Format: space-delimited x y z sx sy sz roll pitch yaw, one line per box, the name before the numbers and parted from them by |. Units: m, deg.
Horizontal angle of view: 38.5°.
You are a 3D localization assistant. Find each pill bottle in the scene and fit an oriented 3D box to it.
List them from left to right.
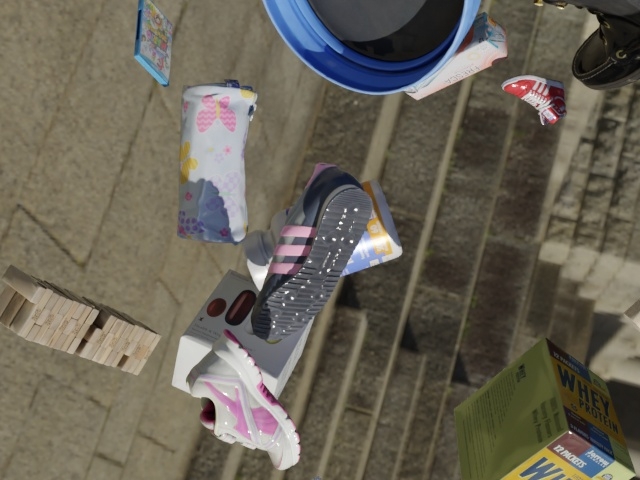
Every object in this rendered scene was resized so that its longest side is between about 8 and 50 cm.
pill bottle | 0.000 0.000 1.683 0.152 0.272 0.152 -19 90 -88

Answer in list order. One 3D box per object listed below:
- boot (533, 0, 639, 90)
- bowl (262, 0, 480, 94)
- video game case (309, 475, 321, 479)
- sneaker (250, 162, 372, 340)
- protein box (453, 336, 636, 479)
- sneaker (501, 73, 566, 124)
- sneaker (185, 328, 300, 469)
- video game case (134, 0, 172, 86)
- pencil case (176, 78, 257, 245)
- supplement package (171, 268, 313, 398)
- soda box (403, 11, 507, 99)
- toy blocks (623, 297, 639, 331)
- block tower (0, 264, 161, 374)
boot | 0.445 -0.379 1.455 0.377 0.284 0.138 150 -49 -66
bowl | 0.066 -0.412 1.357 0.077 0.391 0.391 -37 145 -41
video game case | -0.098 0.519 1.723 0.201 0.023 0.183 -26 163 -24
sneaker | -0.028 0.018 1.515 0.319 0.112 0.131 -57 -142 21
protein box | 0.321 0.294 1.354 0.201 0.136 0.199 -46 -159 27
sneaker | 0.335 -0.217 1.422 0.042 0.118 0.067 -32 -120 58
sneaker | -0.120 0.255 1.370 0.252 0.111 0.103 61 -12 -24
video game case | -0.357 -0.429 1.969 0.119 0.015 0.166 46 38 -56
pencil case | -0.174 -0.129 1.523 0.124 0.113 0.273 0 98 -39
supplement package | -0.142 0.199 1.729 0.203 0.194 0.149 -60 171 -48
soda box | 0.207 -0.293 1.471 0.063 0.183 0.058 24 56 -40
toy blocks | 0.628 0.145 1.198 0.260 0.288 0.309 -42 -152 4
block tower | -0.426 0.148 1.611 0.097 0.091 0.335 -60 147 -6
